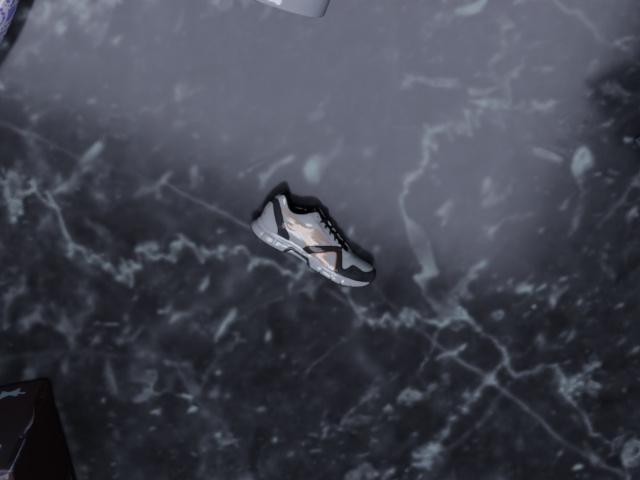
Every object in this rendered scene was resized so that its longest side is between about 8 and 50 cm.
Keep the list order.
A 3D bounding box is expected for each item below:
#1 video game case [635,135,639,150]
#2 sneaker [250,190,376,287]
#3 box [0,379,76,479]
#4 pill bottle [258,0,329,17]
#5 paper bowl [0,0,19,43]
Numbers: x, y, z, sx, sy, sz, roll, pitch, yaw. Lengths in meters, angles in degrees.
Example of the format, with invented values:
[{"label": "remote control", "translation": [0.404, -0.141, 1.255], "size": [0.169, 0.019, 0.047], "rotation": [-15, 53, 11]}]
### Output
[{"label": "video game case", "translation": [0.382, -0.081, 0.997], "size": [0.269, 0.244, 0.061], "rotation": [-28, 106, 8]}, {"label": "sneaker", "translation": [0.000, 0.000, 1.127], "size": [0.109, 0.040, 0.043], "rotation": [29, 103, -10]}, {"label": "box", "translation": [-0.288, 0.248, 1.136], "size": [0.167, 0.168, 0.203], "rotation": [-10, 107, 4]}, {"label": "pill bottle", "translation": [-0.003, -0.264, 1.007], "size": [0.108, 0.108, 0.193], "rotation": [18, 106, -6]}, {"label": "paper bowl", "translation": [-0.333, -0.201, 0.942], "size": [0.148, 0.284, 0.284], "rotation": [25, 108, 20]}]
